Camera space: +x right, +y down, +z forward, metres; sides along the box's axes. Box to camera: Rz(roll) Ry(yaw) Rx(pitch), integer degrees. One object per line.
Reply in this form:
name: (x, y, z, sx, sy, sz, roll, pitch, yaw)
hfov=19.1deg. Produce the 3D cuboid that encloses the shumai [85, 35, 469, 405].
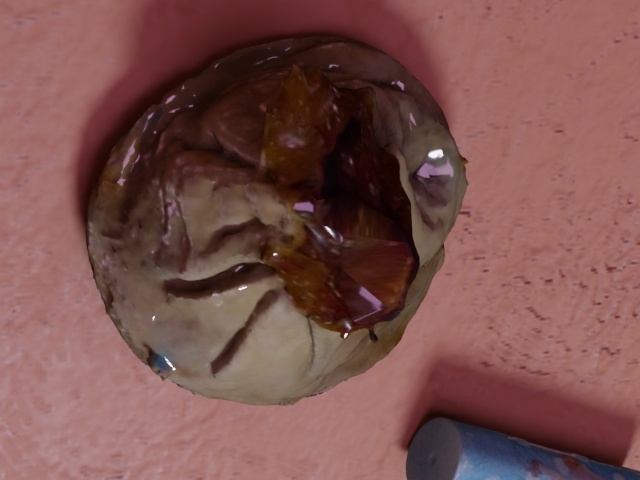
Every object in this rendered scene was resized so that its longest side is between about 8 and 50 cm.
shumai: (0.000, 0.000, 0.888, 0.201, 0.120, 0.201, -11, 115, -24)

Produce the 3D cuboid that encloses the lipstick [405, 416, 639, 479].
lipstick: (0.122, 0.138, 1.064, 0.158, 0.048, 0.048, 18, 104, -34)
